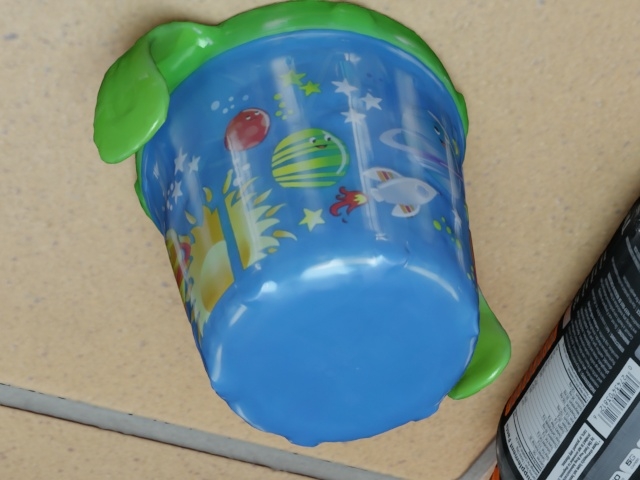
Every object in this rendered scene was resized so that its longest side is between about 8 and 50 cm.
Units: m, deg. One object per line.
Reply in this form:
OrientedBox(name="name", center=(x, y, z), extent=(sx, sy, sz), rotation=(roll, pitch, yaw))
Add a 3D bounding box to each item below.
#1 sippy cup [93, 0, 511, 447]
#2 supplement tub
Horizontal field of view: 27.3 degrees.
OrientedBox(name="sippy cup", center=(0.000, 0.000, 0.852), extent=(0.305, 0.224, 0.240), rotation=(4, 129, -14))
OrientedBox(name="supplement tub", center=(0.270, 0.123, 1.023), extent=(0.207, 0.207, 0.338), rotation=(10, 129, -19))
